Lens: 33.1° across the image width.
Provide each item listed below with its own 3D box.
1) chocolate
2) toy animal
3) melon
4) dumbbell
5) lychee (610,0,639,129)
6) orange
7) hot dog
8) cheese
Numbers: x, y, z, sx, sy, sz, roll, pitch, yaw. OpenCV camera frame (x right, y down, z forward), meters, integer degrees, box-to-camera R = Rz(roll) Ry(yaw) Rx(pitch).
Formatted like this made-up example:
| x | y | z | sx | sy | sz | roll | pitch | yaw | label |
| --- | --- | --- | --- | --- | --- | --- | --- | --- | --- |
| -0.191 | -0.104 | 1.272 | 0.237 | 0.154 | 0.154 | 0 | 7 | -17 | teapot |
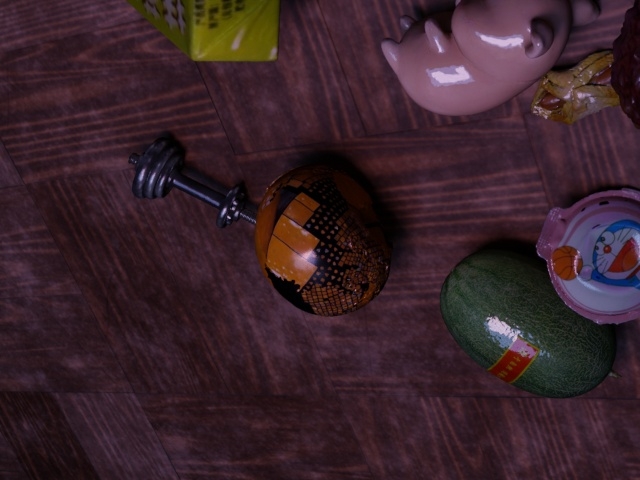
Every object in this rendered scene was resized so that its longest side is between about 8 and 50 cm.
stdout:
| x | y | z | sx | sy | sz | roll | pitch | yaw | label |
| --- | --- | --- | --- | --- | --- | --- | --- | --- | --- |
| -0.175 | -0.410 | 1.401 | 0.301 | 0.137 | 0.289 | 45 | 144 | 38 | chocolate |
| 0.206 | -0.246 | 1.356 | 0.250 | 0.166 | 0.154 | -19 | 121 | 46 | toy animal |
| 0.307 | 0.125 | 1.552 | 0.287 | 0.182 | 0.182 | 30 | 133 | 8 | melon |
| -0.198 | -0.082 | 1.763 | 0.254 | 0.110 | 0.110 | 26 | 132 | 3 | dumbbell |
| 0.454 | -0.223 | 1.187 | 0.271 | 0.271 | 0.271 | 16 | 129 | 20 | lychee |
| 0.000 | 0.000 | 1.605 | 0.182 | 0.234 | 0.234 | -22 | 110 | 21 | orange |
| 0.334 | -0.193 | 1.384 | 0.169 | 0.061 | 0.078 | -24 | 107 | 40 | hot dog |
| 0.434 | 0.035 | 1.462 | 0.285 | 0.074 | 0.189 | 23 | 98 | 1 | cheese |
